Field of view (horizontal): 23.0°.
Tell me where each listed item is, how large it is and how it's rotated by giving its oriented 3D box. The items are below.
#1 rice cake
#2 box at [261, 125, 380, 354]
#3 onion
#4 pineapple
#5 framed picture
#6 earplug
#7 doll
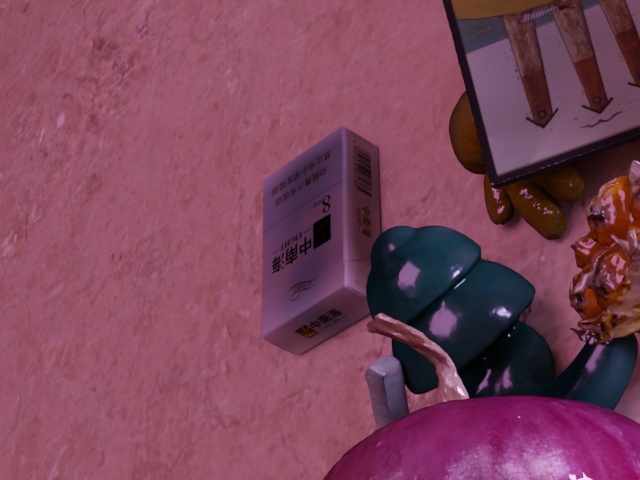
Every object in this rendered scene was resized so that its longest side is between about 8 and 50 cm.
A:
[{"bbox_3d":[0.079,0.198,1.603,0.030,0.180,0.042,15,37,42],"label":"rice cake"},{"bbox_3d":[0.000,0.000,1.910,0.155,0.067,0.243,-33,43,38],"label":"box"},{"bbox_3d":[0.155,0.246,1.276,0.358,0.358,0.345,-6,64,51],"label":"onion"},{"bbox_3d":[0.315,0.001,1.387,0.236,0.186,0.114,-55,34,40],"label":"pineapple"},{"bbox_3d":[0.266,-0.211,1.661,0.244,0.013,0.324,-19,47,12],"label":"framed picture"},{"bbox_3d":[0.157,0.091,1.555,0.164,0.280,0.257,-43,-5,-11],"label":"earplug"},{"bbox_3d":[0.216,-0.088,1.689,0.209,0.097,0.137,52,143,37],"label":"doll"}]
